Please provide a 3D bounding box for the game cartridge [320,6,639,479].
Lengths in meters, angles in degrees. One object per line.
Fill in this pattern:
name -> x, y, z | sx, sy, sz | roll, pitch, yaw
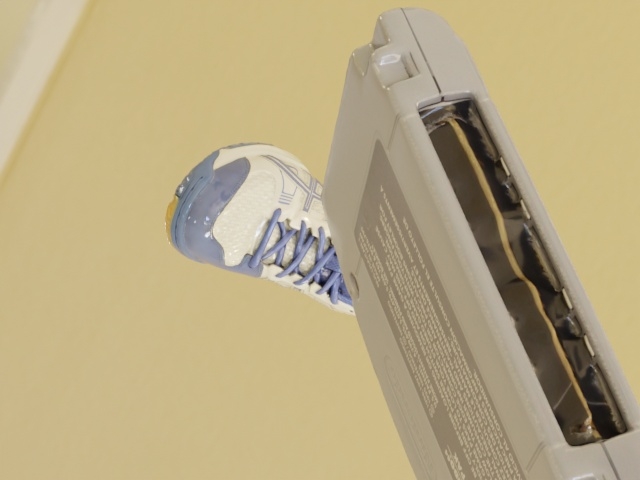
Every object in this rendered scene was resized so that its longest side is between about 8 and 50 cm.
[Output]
game cartridge -> 0.076, 0.056, 0.807 | 0.060, 0.196, 0.294 | -12, 62, -18

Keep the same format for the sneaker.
sneaker -> 0.000, 0.000, 1.390 | 0.131, 0.112, 0.296 | 35, 15, 36
